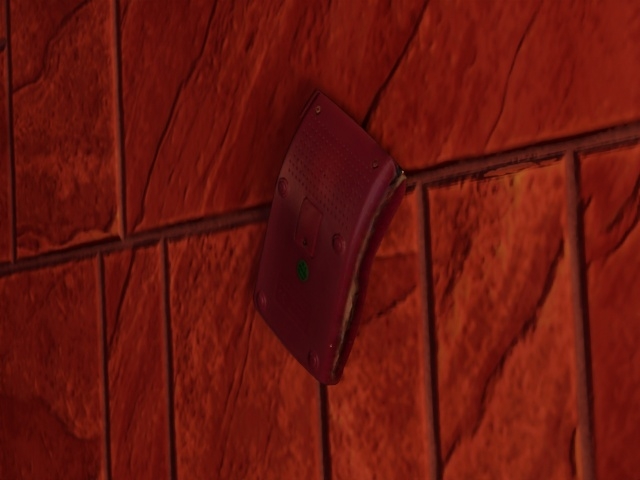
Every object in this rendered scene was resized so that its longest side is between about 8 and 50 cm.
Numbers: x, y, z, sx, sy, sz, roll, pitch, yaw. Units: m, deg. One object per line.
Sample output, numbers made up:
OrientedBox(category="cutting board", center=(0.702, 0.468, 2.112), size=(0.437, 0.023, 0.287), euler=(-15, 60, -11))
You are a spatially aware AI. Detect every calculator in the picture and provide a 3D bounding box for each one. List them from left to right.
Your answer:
OrientedBox(category="calculator", center=(0.000, 0.000, 1.287), size=(0.126, 0.034, 0.190), euler=(45, 127, 46))
